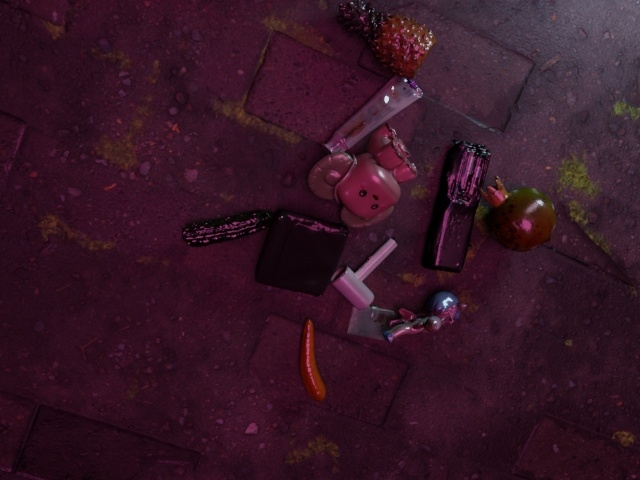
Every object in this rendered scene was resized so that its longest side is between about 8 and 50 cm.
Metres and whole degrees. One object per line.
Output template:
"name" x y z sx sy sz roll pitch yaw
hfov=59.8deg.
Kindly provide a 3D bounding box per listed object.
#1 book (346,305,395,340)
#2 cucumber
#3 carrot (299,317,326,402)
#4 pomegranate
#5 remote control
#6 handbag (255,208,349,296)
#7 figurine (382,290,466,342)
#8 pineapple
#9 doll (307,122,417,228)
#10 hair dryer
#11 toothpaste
"book" 0.156 0.251 1.725 0.135 0.017 0.103 13 99 -11
"cucumber" -0.254 -0.036 1.579 0.266 0.077 0.077 -12 102 -6
"carrot" -0.033 0.373 1.702 0.066 0.062 0.271 -9 100 27
"pomegranate" 0.585 -0.086 1.634 0.198 0.198 0.245 -20 104 -4
"remote control" 0.415 -0.095 1.675 0.145 0.062 0.398 9 99 -11
"handbag" -0.057 0.035 1.607 0.223 0.080 0.246 14 116 -16
"figurine" 0.308 0.230 1.670 0.260 0.205 0.102 -23 78 -7
"pineapple" 0.168 -0.562 1.518 0.279 0.158 0.157 30 95 -2
"doll" 0.127 -0.171 1.572 0.268 0.216 0.284 -31 125 20
"hair dryer" 0.153 0.084 1.676 0.236 0.073 0.131 -46 103 -8
"toothpaste" 0.144 -0.354 1.587 0.323 0.066 0.100 -40 96 -4
